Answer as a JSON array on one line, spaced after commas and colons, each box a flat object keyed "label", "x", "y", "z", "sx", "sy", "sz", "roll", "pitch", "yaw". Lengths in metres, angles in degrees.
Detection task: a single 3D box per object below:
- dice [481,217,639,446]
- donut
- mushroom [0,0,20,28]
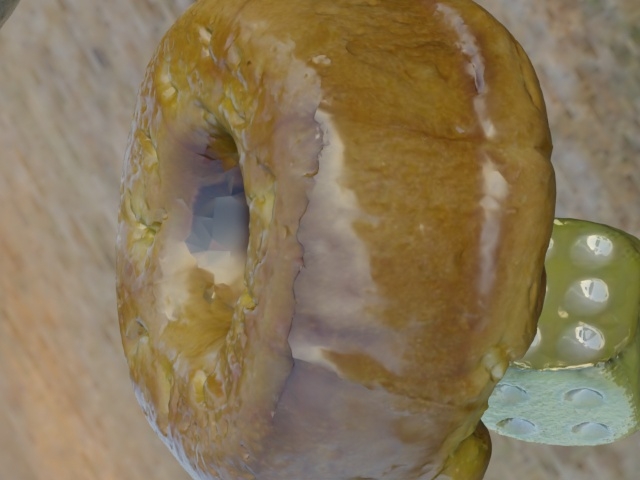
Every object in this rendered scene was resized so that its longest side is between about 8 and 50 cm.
[{"label": "dice", "x": 0.229, "y": 0.088, "z": 1.782, "sx": 0.169, "sy": 0.166, "sz": 0.169, "roll": 68, "pitch": -153, "yaw": -57}, {"label": "donut", "x": -0.001, "y": 0.001, "z": 0.746, "sx": 0.226, "sy": 0.114, "sz": 0.226, "roll": -7, "pitch": 82, "yaw": 63}, {"label": "mushroom", "x": -0.264, "y": -0.191, "z": 0.829, "sx": 0.297, "sy": 0.298, "sz": 0.290, "roll": 49, "pitch": 152, "yaw": 39}]
